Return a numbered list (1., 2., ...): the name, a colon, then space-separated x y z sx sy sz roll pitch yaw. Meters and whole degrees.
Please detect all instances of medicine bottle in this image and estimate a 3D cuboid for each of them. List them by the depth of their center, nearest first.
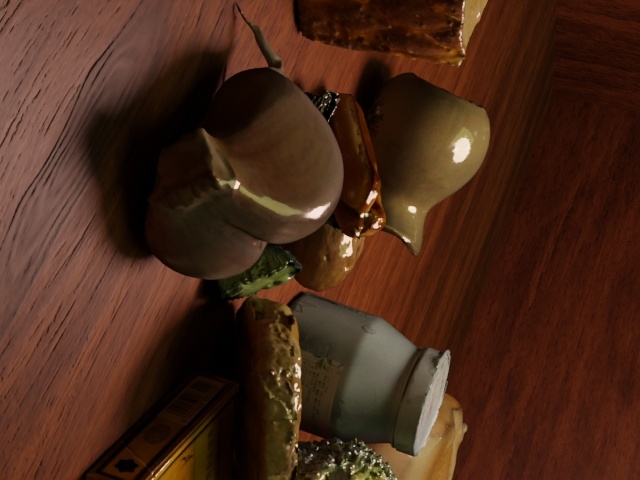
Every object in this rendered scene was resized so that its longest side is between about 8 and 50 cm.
1. medicine bottle: 0.069 0.248 2.107 0.245 0.289 0.245 16 90 -73

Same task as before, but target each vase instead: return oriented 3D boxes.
1. vase: 0.169 -0.158 2.256 0.329 0.240 0.302 -114 -132 -76

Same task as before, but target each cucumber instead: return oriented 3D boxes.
1. cucumber: -0.096 0.039 1.775 0.115 0.086 0.193 -31 165 8
2. cucumber: -0.042 -0.132 1.824 0.067 0.067 0.245 63 47 -65

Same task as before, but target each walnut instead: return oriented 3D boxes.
1. walnut: 0.000 0.000 1.944 0.166 0.149 0.167 -165 -90 -72

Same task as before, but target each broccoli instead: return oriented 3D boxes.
1. broccoli: -0.026 0.465 1.918 0.375 0.302 0.249 -18 140 -23

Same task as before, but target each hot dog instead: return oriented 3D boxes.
1. hot dog: 0.037 -0.117 1.868 0.337 0.100 0.135 -99 180 -54

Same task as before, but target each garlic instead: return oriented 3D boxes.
1. garlic: -0.112 -0.095 1.522 0.246 0.231 0.340 39 37 -24

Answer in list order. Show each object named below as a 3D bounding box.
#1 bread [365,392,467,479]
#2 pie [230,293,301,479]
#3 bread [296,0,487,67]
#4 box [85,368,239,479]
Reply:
1. bread: 0.158 0.536 2.690 0.348 0.253 0.376 -32 133 -58
2. pie: -0.084 0.237 1.754 0.339 0.083 0.340 178 -90 -79
3. bread: 0.114 -0.427 1.708 0.279 0.279 0.207 80 28 -51
4. box: -0.217 0.337 1.636 0.301 0.084 0.193 -44 144 -59
